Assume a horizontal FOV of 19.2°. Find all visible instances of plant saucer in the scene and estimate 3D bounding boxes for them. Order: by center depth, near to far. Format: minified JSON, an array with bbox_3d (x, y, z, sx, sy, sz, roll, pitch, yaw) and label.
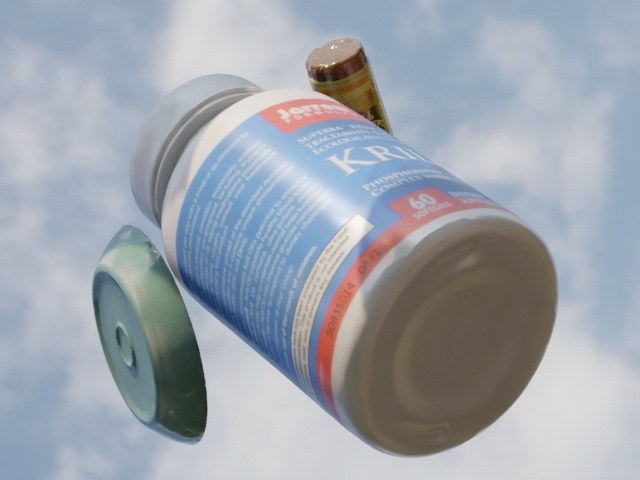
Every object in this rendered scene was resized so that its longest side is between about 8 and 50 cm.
[{"bbox_3d":[-0.092,0.052,0.977,0.021,0.119,0.119,-18,-73,-21],"label":"plant saucer"}]

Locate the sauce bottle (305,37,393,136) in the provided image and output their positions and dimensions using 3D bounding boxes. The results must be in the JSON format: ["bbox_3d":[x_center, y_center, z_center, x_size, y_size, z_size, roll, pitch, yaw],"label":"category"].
[{"bbox_3d":[0.028,-0.066,1.215,0.042,0.042,0.128,-42,-56,-31],"label":"sauce bottle"}]

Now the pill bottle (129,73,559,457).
[{"bbox_3d":[0.000,0.000,0.910,0.124,0.221,0.124,-20,-54,-30],"label":"pill bottle"}]
